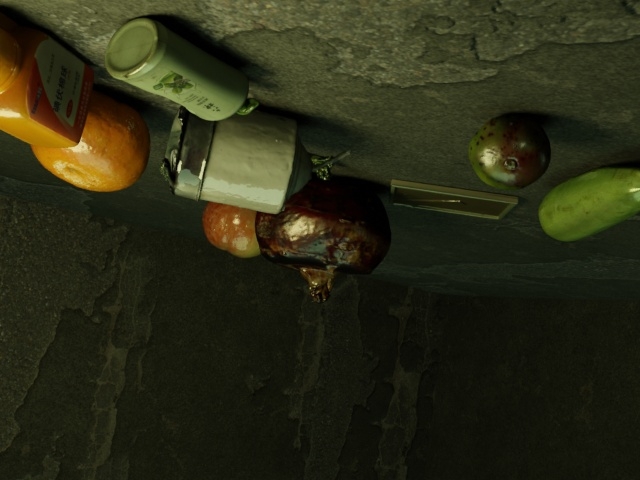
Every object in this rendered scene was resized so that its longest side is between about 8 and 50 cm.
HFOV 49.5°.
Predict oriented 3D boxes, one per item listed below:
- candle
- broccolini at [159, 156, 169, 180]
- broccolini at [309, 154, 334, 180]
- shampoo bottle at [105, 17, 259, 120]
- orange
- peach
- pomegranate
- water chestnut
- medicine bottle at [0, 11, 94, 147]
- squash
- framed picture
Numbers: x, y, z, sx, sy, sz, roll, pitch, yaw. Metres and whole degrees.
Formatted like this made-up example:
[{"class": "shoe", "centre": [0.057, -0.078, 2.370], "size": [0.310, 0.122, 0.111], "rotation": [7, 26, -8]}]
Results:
[{"class": "candle", "centre": [-0.109, -0.146, 1.257], "size": [0.330, 0.188, 0.187], "rotation": [10, 172, -12]}, {"class": "broccolini", "centre": [-0.292, -0.183, 1.704], "size": [0.202, 0.068, 0.091], "rotation": [-4, -172, -14]}, {"class": "broccolini", "centre": [-0.045, -0.177, 1.455], "size": [0.194, 0.054, 0.052], "rotation": [20, -174, -43]}, {"class": "shampoo bottle", "centre": [-0.189, -0.238, 1.030], "size": [0.118, 0.087, 0.234], "rotation": [-1, 167, 37]}, {"class": "orange", "centre": [-0.432, -0.195, 1.317], "size": [0.224, 0.170, 0.224], "rotation": [10, 155, 5]}, {"class": "peach", "centre": [-0.220, -0.066, 1.958], "size": [0.232, 0.233, 0.232], "rotation": [9, 172, 1]}, {"class": "pomegranate", "centre": [0.296, -0.143, 1.085], "size": [0.130, 0.130, 0.130], "rotation": [9, 172, 1]}, {"class": "water chestnut", "centre": [0.000, 0.000, 1.685], "size": [0.350, 0.302, 0.350], "rotation": [9, 176, 1]}, {"class": "medicine bottle", "centre": [-0.460, -0.244, 1.069], "size": [0.112, 0.150, 0.222], "rotation": [6, 171, 16]}, {"class": "squash", "centre": [0.509, -0.077, 1.273], "size": [0.118, 0.118, 0.370], "rotation": [10, 168, -4]}, {"class": "framed picture", "centre": [0.311, -0.095, 1.676], "size": [0.289, 0.020, 0.211], "rotation": [8, 171, 6]}]
